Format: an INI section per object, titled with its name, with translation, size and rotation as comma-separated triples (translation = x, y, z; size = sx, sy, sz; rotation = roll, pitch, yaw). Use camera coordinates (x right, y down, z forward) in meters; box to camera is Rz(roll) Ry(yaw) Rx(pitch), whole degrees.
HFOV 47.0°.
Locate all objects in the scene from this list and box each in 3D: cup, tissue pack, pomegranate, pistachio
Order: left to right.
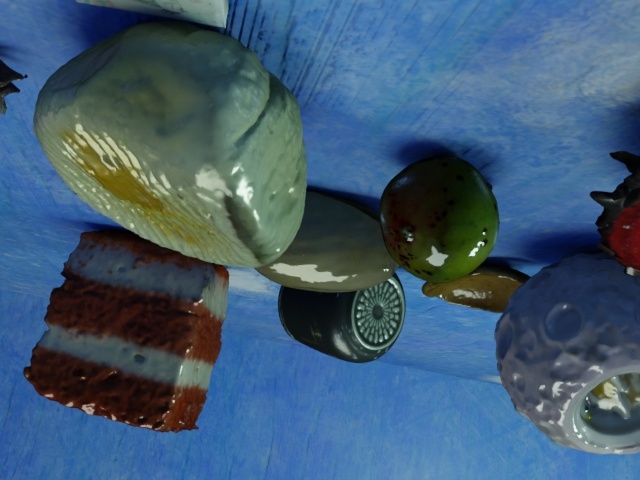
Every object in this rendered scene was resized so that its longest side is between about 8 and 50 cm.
[tissue pack]
translation = -0.117, -0.173, 0.494
size = 0.108, 0.023, 0.056
rotation = 9, 166, 0
[pistachio]
translation = 0.000, 0.000, 0.916
size = 0.206, 0.131, 0.129
rotation = 5, -150, -1
[cup]
translation = 0.021, 0.085, 1.178
size = 0.177, 0.169, 0.223
rotation = 3, 131, 51
[pomegranate]
translation = 0.117, -0.023, 0.730
size = 0.130, 0.130, 0.130
rotation = 9, 166, 2

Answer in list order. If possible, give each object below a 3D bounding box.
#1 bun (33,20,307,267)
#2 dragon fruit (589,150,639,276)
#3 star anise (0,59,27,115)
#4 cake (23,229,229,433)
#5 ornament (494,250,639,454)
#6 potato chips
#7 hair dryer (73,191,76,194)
[bun]
translation = -0.101, -0.079, 0.603
size = 0.244, 0.153, 0.244
rotation = 27, 162, 10
[dragon fruit]
translation = 0.359, -0.038, 0.544
size = 0.282, 0.100, 0.343
rotation = 17, 161, -18
[star anise]
translation = -0.320, -0.147, 0.661
size = 0.124, 0.056, 0.129
rotation = 6, 165, 11
[cake]
translation = -0.326, 0.163, 1.339
size = 0.270, 0.319, 0.269
rotation = 14, 168, 6
[ornament]
translation = 0.350, 0.136, 0.936
size = 0.260, 0.225, 0.259
rotation = 0, 124, 0
[potato chips]
translation = 0.254, 0.070, 1.128
size = 0.150, 0.049, 0.202
rotation = 21, 164, -25
[hair dryer]
translation = -0.296, -0.067, 1.021
size = 0.083, 0.026, 0.047
rotation = 2, 165, 17
